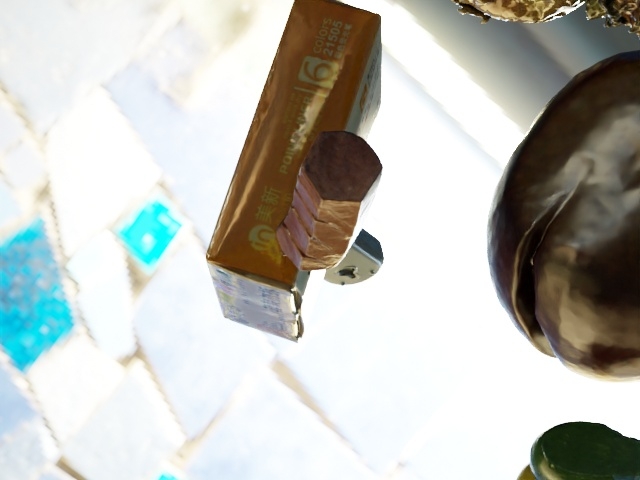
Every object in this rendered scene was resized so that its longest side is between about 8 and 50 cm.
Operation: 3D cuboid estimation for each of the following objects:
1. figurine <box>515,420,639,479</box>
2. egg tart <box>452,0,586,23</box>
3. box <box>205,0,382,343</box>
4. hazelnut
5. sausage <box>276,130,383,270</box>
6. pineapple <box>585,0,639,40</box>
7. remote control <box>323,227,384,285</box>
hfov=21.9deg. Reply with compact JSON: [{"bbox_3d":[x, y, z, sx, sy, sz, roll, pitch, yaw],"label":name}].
[{"bbox_3d":[0.344,0.318,2.125,0.185,0.127,0.234,3,-38,3],"label":"figurine"},{"bbox_3d":[0.238,-0.372,2.032,0.352,0.150,0.352,9,-26,5],"label":"egg tart"},{"bbox_3d":[-0.019,-0.061,1.518,0.091,0.274,0.221,16,-17,6],"label":"box"},{"bbox_3d":[0.426,-0.026,2.106,0.402,0.429,0.402,23,-15,7],"label":"hazelnut"},{"bbox_3d":[0.004,-0.021,1.252,0.065,0.065,0.169,34,-22,6],"label":"sausage"},{"bbox_3d":[0.364,-0.283,1.728,0.166,0.193,0.166,52,20,-29],"label":"pineapple"},{"bbox_3d":[0.000,0.000,1.979,0.244,0.087,0.047,34,36,-55],"label":"remote control"}]
